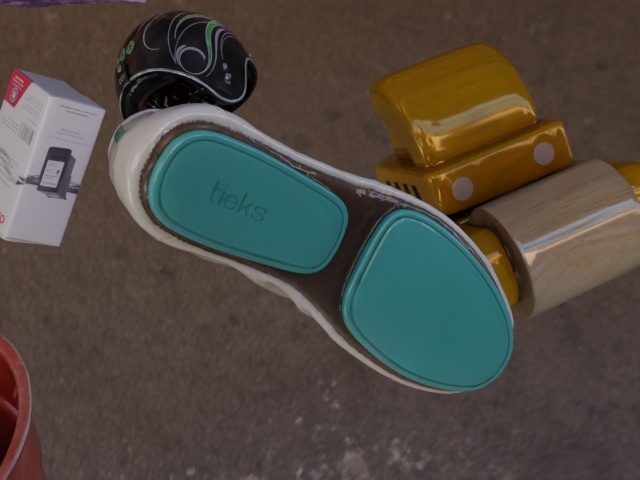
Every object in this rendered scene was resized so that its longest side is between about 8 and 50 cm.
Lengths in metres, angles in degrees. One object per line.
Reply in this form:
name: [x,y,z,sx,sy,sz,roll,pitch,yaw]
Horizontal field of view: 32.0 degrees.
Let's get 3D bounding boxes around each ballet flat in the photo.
ballet flat: [0.000,0.000,0.886,0.400,0.139,0.139,30,51,-36]

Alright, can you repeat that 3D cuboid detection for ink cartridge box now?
ink cartridge box: [-0.285,-0.083,1.120,0.063,0.150,0.109,12,15,-39]

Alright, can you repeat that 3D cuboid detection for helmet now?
helmet: [-0.163,-0.198,1.356,0.169,0.169,0.161,16,41,-6]

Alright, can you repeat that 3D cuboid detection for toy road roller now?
toy road roller: [0.169,-0.072,1.138,0.203,0.329,0.240,-24,103,-14]

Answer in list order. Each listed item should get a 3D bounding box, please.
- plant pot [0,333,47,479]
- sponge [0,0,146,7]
plant pot: [-0.305,0.242,0.834,0.272,0.265,0.272,-8,39,6]
sponge: [-0.197,-0.129,0.507,0.210,0.117,0.031,-6,102,-42]
